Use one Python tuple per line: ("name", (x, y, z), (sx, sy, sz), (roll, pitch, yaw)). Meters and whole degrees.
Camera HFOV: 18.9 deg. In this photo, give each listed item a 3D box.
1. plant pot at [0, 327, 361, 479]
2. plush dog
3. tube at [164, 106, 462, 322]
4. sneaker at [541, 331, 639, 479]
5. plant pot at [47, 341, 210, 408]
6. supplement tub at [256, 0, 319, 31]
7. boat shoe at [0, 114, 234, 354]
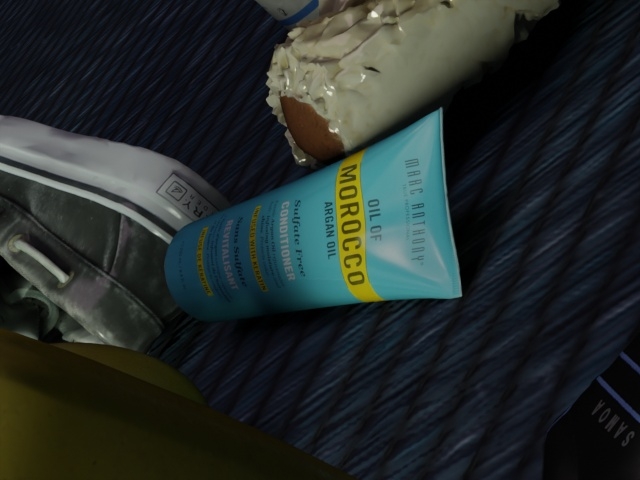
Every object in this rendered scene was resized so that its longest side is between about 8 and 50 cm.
("plant pot", (-0.051, 0.154, 0.458), (0.212, 0.187, 0.212), (-21, 62, 52))
("plush dog", (0.043, -0.187, 0.940), (0.211, 0.262, 0.225), (-18, 30, -11))
("tube", (0.000, 0.000, 0.884), (0.207, 0.052, 0.080), (-16, 81, 55))
("sneaker", (0.113, 0.039, 0.535), (0.090, 0.081, 0.232), (-9, 44, 50))
("plant pot", (-0.095, 0.098, 0.826), (0.134, 0.134, 0.095), (-37, -2, 30))
("supplement tub", (-0.031, -0.187, 1.200), (0.071, 0.107, 0.071), (-42, 21, 20))
("boat shoe", (-0.169, 0.005, 1.120), (0.119, 0.121, 0.335), (-51, 22, -18))
